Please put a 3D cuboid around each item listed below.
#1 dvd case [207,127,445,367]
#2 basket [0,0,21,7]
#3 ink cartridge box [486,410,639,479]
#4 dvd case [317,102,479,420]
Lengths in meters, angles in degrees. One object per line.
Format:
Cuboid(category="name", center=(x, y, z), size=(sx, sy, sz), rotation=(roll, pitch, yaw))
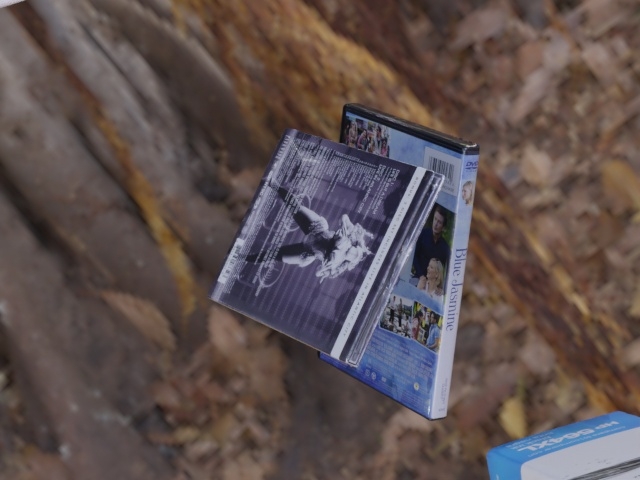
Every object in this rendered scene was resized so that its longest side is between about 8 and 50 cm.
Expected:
Cuboid(category="dvd case", center=(0.000, 0.000, 1.489), size=(0.221, 0.018, 0.164), rotation=(21, 85, 55))
Cuboid(category="basket", center=(-0.310, -0.272, 1.586), size=(0.167, 0.103, 0.113), rotation=(-31, -30, -48))
Cuboid(category="ink cartridge box", center=(0.165, 0.174, 0.863), size=(0.086, 0.148, 0.203), rotation=(-12, 6, -15))
Cuboid(category="dvd case", center=(0.067, 0.016, 1.647), size=(0.022, 0.253, 0.180), rotation=(-5, 19, -35))
